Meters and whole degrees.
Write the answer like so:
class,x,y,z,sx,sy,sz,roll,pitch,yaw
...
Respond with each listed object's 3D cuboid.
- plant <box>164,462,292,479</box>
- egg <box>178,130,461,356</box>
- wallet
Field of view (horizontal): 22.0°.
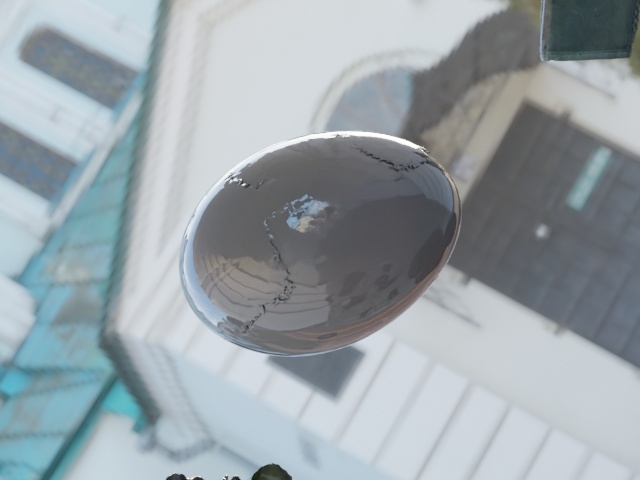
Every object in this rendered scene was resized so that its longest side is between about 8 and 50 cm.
class,x,y,z,sx,sy,sz,roll,pitch,yaw
plant,-0.109,0.299,1.649,0.203,0.131,0.142,-28,-32,30
egg,0.000,0.000,1.119,0.199,0.146,0.146,-27,-15,-2
wallet,0.212,-0.205,1.284,0.026,0.088,0.129,-139,47,-62
